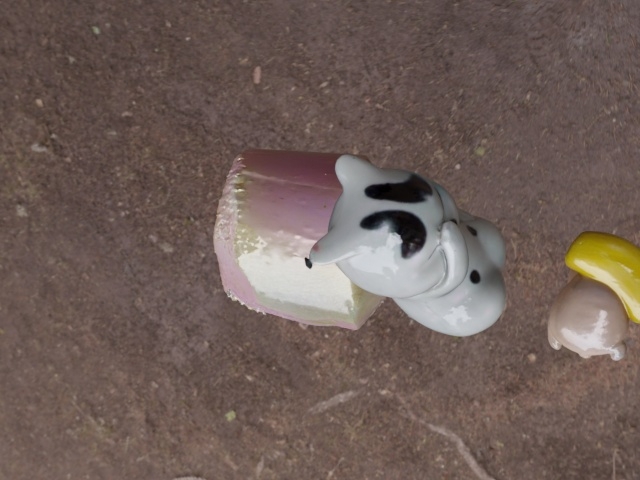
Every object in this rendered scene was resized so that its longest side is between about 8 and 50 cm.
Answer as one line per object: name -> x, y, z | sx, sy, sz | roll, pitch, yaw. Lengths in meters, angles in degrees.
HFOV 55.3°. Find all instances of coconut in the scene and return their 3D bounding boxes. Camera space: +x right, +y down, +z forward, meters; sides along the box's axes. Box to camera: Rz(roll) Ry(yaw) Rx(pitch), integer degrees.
coconut -> 0.000, 0.000, 0.797 | 0.246, 0.233, 0.233 | 9, 117, 4

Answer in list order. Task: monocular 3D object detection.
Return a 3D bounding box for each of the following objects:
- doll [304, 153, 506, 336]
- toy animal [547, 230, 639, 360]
doll -> 0.082, 0.008, 0.504 | 0.107, 0.110, 0.181 | -11, 148, 37
toy animal -> 0.257, 0.050, 0.543 | 0.092, 0.082, 0.114 | 16, 92, 19
